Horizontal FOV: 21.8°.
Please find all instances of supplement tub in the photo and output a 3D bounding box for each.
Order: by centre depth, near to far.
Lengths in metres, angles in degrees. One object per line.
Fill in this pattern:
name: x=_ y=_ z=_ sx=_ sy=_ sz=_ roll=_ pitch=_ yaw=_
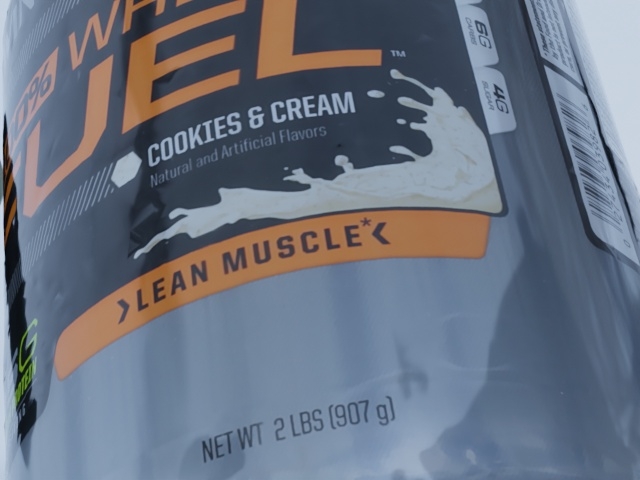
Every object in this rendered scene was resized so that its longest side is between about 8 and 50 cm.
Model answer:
supplement tub: x=0.000 y=0.000 z=0.507 sx=0.193 sy=0.193 sz=0.316 roll=8 pitch=47 yaw=-20

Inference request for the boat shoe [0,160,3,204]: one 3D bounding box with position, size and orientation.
boat shoe: x=-0.253 y=0.001 z=0.725 sx=0.227 sy=0.081 sz=0.068 roll=-22 pitch=27 yaw=-20
